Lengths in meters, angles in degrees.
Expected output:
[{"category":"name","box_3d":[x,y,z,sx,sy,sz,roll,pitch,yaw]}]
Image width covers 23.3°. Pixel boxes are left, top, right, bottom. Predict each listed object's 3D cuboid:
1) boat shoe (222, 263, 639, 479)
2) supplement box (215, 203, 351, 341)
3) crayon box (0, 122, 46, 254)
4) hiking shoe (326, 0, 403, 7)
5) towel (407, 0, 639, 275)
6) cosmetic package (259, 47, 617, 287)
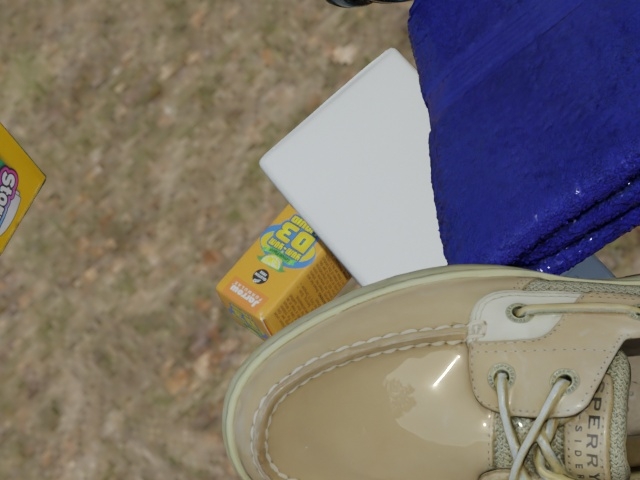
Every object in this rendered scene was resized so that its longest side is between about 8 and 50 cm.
[{"category":"boat shoe","box_3d":[0.108,0.072,0.702,0.302,0.109,0.098,-5,16,-8]},{"category":"supplement box","box_3d":[0.000,0.000,1.614,0.078,0.080,0.233,31,75,33]},{"category":"crayon box","box_3d":[-0.300,0.010,0.956,0.081,0.165,0.278,0,50,35]},{"category":"hiking shoe","box_3d":[0.009,-0.268,1.174,0.132,0.304,0.113,8,82,34]},{"category":"towel","box_3d":[0.167,-0.114,1.032,0.227,0.076,0.308,-38,35,29]},{"category":"cosmetic package","box_3d":[0.165,0.072,1.332,0.161,0.453,0.230,-41,-24,-1]}]
